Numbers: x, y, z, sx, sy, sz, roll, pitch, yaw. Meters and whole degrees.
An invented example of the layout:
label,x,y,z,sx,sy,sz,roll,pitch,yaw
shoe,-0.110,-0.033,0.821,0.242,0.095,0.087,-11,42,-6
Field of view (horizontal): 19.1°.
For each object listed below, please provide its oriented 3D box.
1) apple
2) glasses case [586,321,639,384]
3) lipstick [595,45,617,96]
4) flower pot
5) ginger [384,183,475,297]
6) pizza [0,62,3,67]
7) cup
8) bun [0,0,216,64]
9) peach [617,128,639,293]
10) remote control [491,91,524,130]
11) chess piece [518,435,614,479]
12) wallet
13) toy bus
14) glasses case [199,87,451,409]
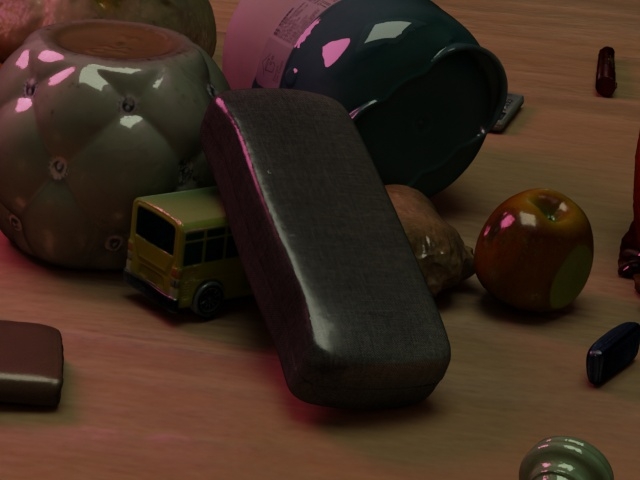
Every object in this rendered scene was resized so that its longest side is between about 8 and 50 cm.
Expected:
label,x,y,z,sx,sy,sz,roll,pitch,yaw
apple,0.188,0.007,1.690,0.114,0.102,0.099,-4,30,-47
glasses case,0.240,0.093,1.582,0.023,0.033,0.083,19,26,29
lipstick,0.362,-0.218,2.414,0.027,0.027,0.176,7,21,6
flower pot,-0.192,-0.091,1.736,0.246,0.195,0.246,4,20,-2
ginger,0.078,0.005,1.715,0.137,0.074,0.213,12,14,-4
pizza,-0.428,-0.152,1.989,0.290,0.081,0.229,-7,32,-34
cup,0.015,-0.140,1.924,0.290,0.219,0.257,-34,34,-12
bun,-0.277,-0.307,2.162,0.365,0.219,0.365,17,27,-9
peach,0.453,-0.073,1.764,0.339,0.353,0.416,6,62,20
remote control,0.201,-0.152,2.219,0.053,0.017,0.124,10,22,16
chess piece,0.157,0.185,1.299,0.067,0.067,0.103,13,31,19
wallet,-0.275,0.090,1.472,0.153,0.038,0.118,5,23,-8
toy bus,-0.076,0.001,1.658,0.175,0.101,0.088,-11,26,-38
glasses case,0.000,0.000,1.558,0.131,0.074,0.323,3,44,-27
